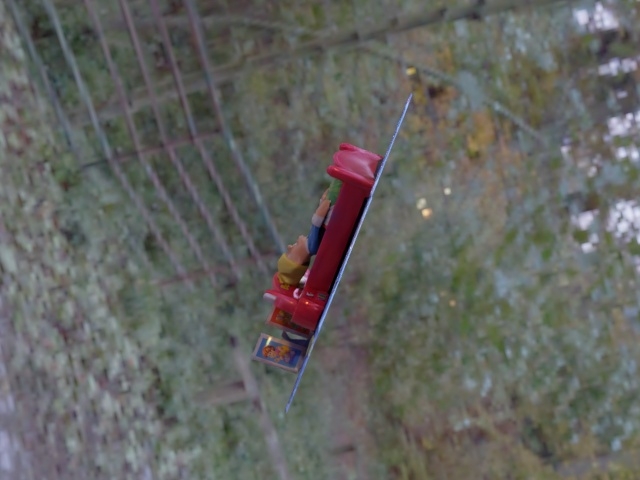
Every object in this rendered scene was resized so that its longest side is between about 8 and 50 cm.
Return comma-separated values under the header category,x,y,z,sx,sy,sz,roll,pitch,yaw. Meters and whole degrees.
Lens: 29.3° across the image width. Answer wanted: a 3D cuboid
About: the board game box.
category,x,y,z,sx,sy,sz,roll,pitch,yaw
board game box,0.000,0.000,0.606,0.133,0.033,0.169,108,4,-67
